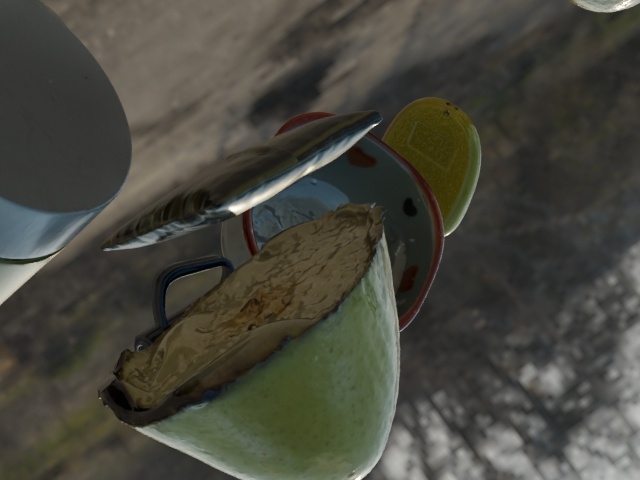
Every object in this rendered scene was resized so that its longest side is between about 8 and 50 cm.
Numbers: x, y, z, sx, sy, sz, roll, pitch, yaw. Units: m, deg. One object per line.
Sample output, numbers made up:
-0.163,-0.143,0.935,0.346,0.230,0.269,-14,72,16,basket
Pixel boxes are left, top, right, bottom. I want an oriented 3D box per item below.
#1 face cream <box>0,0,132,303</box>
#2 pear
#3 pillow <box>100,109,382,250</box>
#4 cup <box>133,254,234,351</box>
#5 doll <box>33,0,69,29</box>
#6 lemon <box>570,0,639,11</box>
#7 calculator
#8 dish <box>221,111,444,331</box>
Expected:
-0.278,-0.060,1.394,0.179,0.218,0.218,-40,175,33,face cream
-0.015,0.109,1.473,0.267,0.178,0.267,-33,-167,9,pear
-0.074,-0.055,1.741,0.208,0.052,0.212,-29,-173,-35,pillow
-0.106,0.091,1.840,0.138,0.150,0.113,-29,173,-22,cup
-0.337,-0.123,1.772,0.258,0.154,0.228,-35,136,3,doll
0.348,-0.356,2.227,0.170,0.170,0.207,-33,177,-34,lemon
0.135,-0.084,2.523,0.032,0.146,0.235,-33,150,-51,calculator
0.000,0.000,2.046,0.256,0.256,0.117,-33,-179,-37,dish
